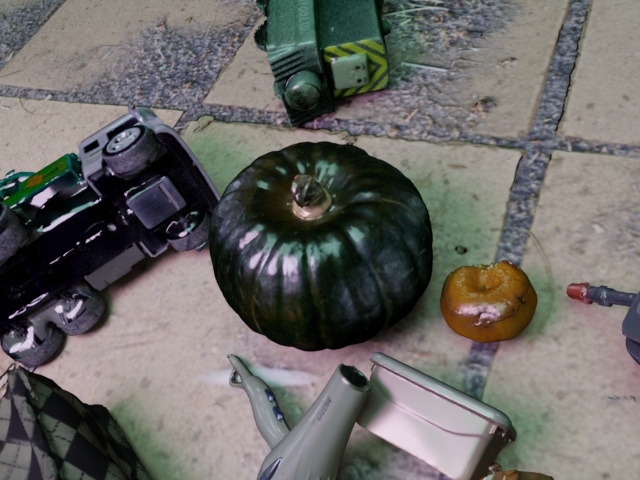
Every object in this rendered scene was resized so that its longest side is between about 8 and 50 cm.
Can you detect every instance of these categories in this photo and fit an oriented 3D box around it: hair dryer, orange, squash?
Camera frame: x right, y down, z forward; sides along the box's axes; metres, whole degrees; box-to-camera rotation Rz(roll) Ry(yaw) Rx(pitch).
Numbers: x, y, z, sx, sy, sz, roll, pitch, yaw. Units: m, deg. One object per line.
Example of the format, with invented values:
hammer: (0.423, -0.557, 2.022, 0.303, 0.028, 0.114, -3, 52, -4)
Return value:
hair dryer: (-0.024, 0.135, 0.503, 0.167, 0.067, 0.199, -53, 39, 28)
orange: (0.154, 0.060, 0.526, 0.086, 0.062, 0.086, -15, 37, 12)
squash: (0.000, 0.002, 0.549, 0.218, 0.173, 0.218, 3, 30, -2)

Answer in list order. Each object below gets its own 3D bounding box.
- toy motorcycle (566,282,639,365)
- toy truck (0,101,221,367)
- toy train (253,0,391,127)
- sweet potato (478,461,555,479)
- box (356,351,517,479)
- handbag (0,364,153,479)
toy motorcycle: (0.343, -0.018, 0.450, 0.147, 0.221, 0.326, 32, 83, -10)
toy truck: (-0.305, -0.012, 0.670, 0.363, 0.177, 0.178, -32, 40, -3)
toy train: (0.005, -0.315, 0.794, 0.178, 0.139, 0.331, -9, 55, 7)
sweet potato: (0.189, 0.289, 0.318, 0.131, 0.131, 0.337, -34, 53, -6)
box: (0.091, 0.150, 0.472, 0.122, 0.089, 0.062, 23, 76, 31)
handbag: (-0.305, 0.334, 0.430, 0.416, 0.180, 0.316, -47, 51, -11)
